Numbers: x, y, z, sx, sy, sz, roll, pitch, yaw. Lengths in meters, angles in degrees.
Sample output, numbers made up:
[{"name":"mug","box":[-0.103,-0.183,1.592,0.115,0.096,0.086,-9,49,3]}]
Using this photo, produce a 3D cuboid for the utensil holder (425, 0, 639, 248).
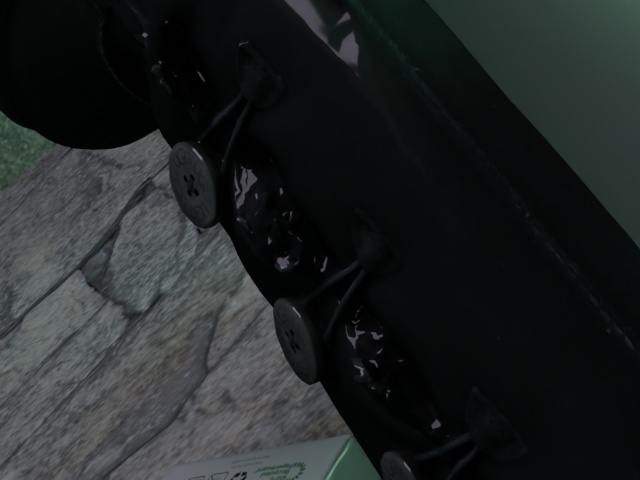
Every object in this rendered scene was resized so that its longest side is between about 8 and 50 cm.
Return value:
[{"name":"utensil holder","box":[0.141,-0.185,0.895,0.328,0.385,0.327,-35,19,14]}]

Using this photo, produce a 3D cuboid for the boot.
[{"name":"boot","box":[0.000,-0.001,0.754,0.146,0.445,0.367,-35,-14,-17]}]

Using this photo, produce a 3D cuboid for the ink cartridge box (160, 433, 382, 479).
[{"name":"ink cartridge box","box":[-0.107,0.263,0.842,0.176,0.069,0.371,-17,27,46]}]
